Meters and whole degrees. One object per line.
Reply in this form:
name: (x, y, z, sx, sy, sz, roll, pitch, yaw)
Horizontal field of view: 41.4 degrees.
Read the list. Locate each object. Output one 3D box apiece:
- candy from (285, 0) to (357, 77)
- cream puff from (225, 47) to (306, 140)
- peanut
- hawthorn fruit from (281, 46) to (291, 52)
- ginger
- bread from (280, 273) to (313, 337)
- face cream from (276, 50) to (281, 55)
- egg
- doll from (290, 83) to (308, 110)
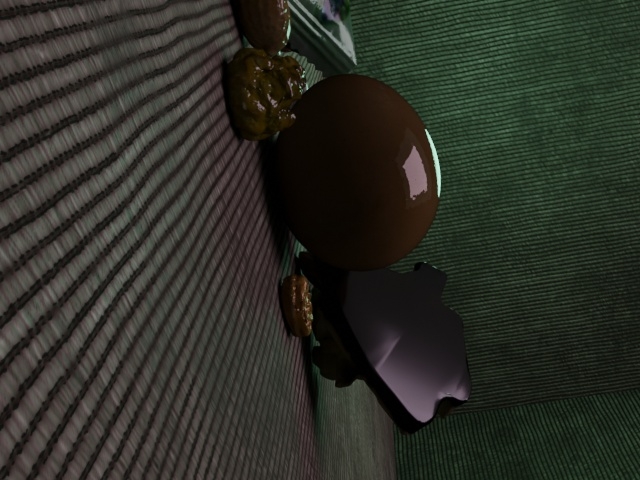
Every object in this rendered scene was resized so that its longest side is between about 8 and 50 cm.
candy: (-0.041, -0.540, 1.819, 0.263, 0.172, 0.398, 44, 21, -39)
cream puff: (-0.077, -0.221, 1.272, 0.146, 0.116, 0.146, -10, 90, -88)
peanut: (-0.101, -0.420, 1.435, 0.108, 0.095, 0.226, -84, 165, -56)
hawthorn fruit: (-0.078, -0.440, 1.891, 0.103, 0.067, 0.066, 101, -17, -69)
ginger: (0.114, 0.201, 1.712, 0.358, 0.211, 0.413, -6, 64, -42)
bread: (-0.039, 0.112, 1.433, 0.083, 0.044, 0.110, -87, 169, -59)
face cream: (-0.106, -0.436, 1.782, 0.115, 0.020, 0.038, 68, 12, -55)
egg: (0.061, -0.127, 1.541, 0.301, 0.301, 0.374, 66, 6, -68)
doll: (-0.044, -0.284, 1.960, 0.160, 0.059, 0.161, 71, 11, -53)
